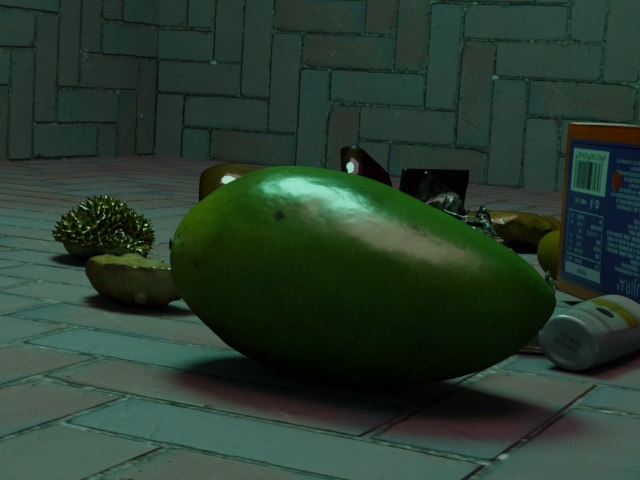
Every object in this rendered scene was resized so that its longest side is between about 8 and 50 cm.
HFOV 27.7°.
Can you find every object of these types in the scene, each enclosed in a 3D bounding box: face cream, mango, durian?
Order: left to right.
[{"bbox_3d":[-0.313,-0.014,1.920,0.146,0.102,0.208,5,8,-37],"label":"durian"},{"bbox_3d":[0.036,0.037,1.238,0.381,0.201,0.225,10,-1,26],"label":"mango"},{"bbox_3d":[0.400,0.037,1.912,0.102,0.085,0.184,2,16,-46],"label":"mango"},{"bbox_3d":[0.306,0.098,1.425,0.084,0.057,0.198,30,20,25],"label":"face cream"}]

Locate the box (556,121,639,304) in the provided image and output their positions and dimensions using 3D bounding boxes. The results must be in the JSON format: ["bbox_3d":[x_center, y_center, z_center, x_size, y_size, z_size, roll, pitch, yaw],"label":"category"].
[{"bbox_3d":[0.515,-0.015,1.669,0.318,0.257,0.348,3,6,-13],"label":"box"}]

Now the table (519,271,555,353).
[{"bbox_3d":[0.231,0.079,1.457,0.062,0.083,0.079,4,6,6],"label":"table"}]

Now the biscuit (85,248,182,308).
[{"bbox_3d":[-0.227,0.048,1.598,0.118,0.061,0.183,-4,8,-37],"label":"biscuit"}]

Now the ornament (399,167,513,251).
[{"bbox_3d":[0.246,-0.022,2.137,0.166,0.153,0.196,-3,19,-39],"label":"ornament"}]

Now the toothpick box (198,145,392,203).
[{"bbox_3d":[-0.033,-0.047,1.986,0.294,0.192,0.192,-2,7,2],"label":"toothpick box"}]

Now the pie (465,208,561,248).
[{"bbox_3d":[0.334,-0.023,2.428,0.273,0.069,0.273,4,2,0],"label":"pie"}]
